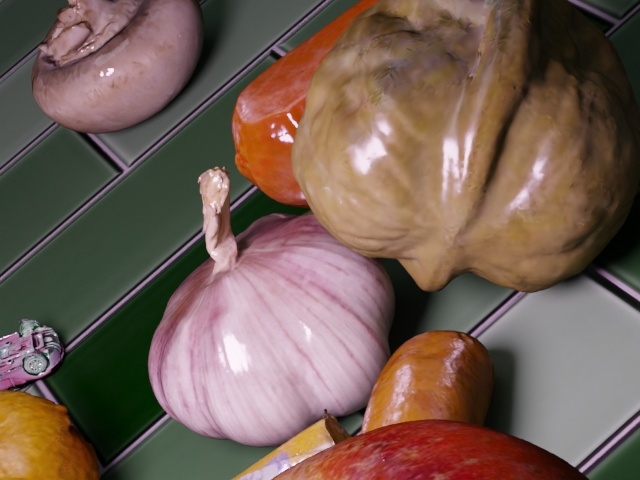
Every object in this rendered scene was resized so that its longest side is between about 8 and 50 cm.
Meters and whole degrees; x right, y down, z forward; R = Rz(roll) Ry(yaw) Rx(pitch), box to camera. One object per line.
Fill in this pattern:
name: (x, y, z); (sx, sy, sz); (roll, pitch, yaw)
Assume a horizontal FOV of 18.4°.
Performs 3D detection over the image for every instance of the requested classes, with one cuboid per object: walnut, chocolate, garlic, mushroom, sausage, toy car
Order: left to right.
toy car: (-0.336, 0.134, 2.068); (0.142, 0.055, 0.069); (-21, 34, 0)
mushroom: (-0.246, -0.232, 2.331); (0.226, 0.178, 0.226); (-33, 23, 16)
chocolate: (-0.060, 0.234, 1.660); (0.219, 0.085, 0.085); (-34, 32, 13)
garlic: (-0.059, 0.041, 1.742); (0.245, 0.253, 0.245); (-19, 33, 13)
sausage: (0.033, -0.139, 1.974); (0.268, 0.141, 0.153); (-37, 31, -3)
sausage: (0.078, 0.173, 1.576); (0.109, 0.109, 0.270); (-18, 34, 27)
walnut: (0.128, -0.091, 1.696); (0.253, 0.282, 0.277); (-40, 23, 37)

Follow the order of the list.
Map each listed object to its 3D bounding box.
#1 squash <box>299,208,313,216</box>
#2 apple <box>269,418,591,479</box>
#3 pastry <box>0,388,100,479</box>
squash: (0.000, 0.000, 1.905); (0.229, 0.066, 0.066); (-32, 32, 11)
apple: (0.068, 0.286, 1.277); (0.348, 0.277, 0.348); (-28, 34, 21)
pastry: (-0.352, 0.280, 1.808); (0.356, 0.164, 0.356); (-21, 33, 15)
